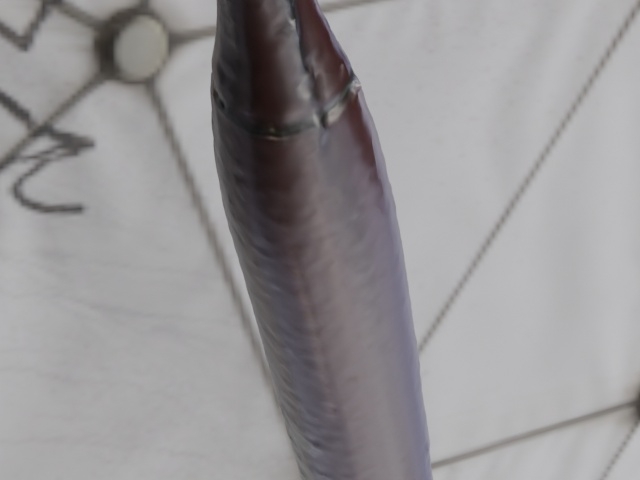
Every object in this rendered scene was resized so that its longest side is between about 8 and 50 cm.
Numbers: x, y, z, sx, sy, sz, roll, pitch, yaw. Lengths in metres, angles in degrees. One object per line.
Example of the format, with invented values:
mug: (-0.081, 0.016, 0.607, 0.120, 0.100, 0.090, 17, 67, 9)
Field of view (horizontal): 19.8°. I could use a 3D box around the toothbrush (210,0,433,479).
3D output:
toothbrush: (-0.001, 0.001, 0.418, 0.041, 0.041, 0.364, 38, -22, 30)
